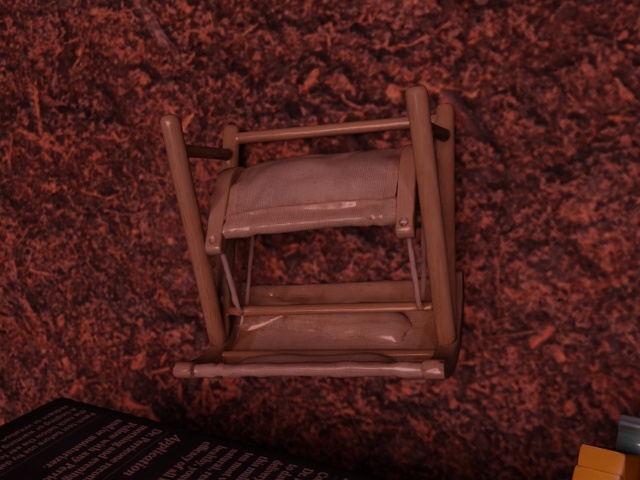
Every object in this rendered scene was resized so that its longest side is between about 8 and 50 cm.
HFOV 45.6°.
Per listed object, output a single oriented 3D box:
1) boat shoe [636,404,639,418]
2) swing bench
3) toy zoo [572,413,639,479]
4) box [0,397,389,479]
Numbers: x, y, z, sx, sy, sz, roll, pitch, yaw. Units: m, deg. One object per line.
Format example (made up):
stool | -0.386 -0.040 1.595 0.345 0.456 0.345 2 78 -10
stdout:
boat shoe | 0.294 0.224 0.655 0.104 0.089 0.285 14 93 19
swing bench | 0.000 0.000 0.730 0.253 0.165 0.255 -2 93 19
toy zoo | 0.190 0.264 0.528 0.030 0.192 0.293 7 68 31
box | -0.106 0.431 0.585 0.471 0.297 0.480 8 104 23
